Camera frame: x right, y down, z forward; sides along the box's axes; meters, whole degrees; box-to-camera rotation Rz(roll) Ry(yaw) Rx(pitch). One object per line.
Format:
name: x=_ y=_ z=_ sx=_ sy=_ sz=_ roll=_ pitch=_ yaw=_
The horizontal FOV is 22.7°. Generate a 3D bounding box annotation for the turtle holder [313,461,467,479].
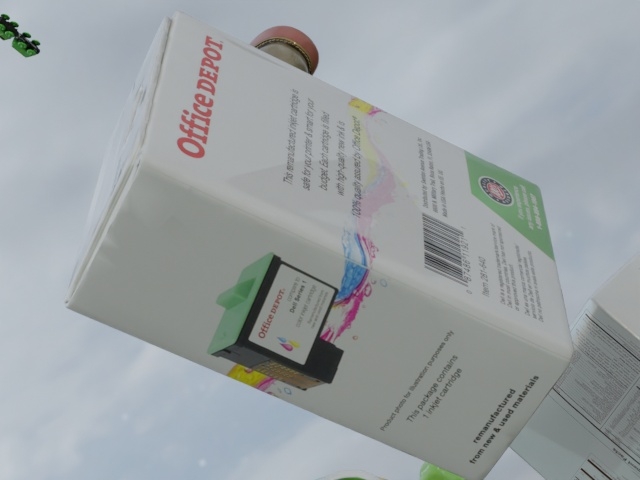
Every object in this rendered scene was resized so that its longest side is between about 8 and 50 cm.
turtle holder: x=0.057 y=0.381 z=1.852 sx=0.320 sy=0.243 sz=0.227 roll=-10 pitch=-47 yaw=-11

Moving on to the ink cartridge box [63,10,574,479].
ink cartridge box: x=0.000 y=0.000 z=0.977 sx=0.117 sy=0.278 sz=0.201 roll=-58 pitch=15 yaw=28

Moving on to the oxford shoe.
oxford shoe: x=-0.140 y=-0.164 z=2.256 sx=0.348 sy=0.123 sz=0.130 roll=-46 pitch=14 yaw=41

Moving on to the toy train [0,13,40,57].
toy train: x=-0.300 y=-0.202 z=1.511 sx=0.023 sy=0.017 sz=0.083 roll=-6 pitch=-35 yaw=41

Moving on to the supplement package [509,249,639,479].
supplement package: x=0.296 y=0.115 z=1.399 sx=0.194 sy=0.149 sz=0.203 roll=-34 pitch=-22 yaw=-42
